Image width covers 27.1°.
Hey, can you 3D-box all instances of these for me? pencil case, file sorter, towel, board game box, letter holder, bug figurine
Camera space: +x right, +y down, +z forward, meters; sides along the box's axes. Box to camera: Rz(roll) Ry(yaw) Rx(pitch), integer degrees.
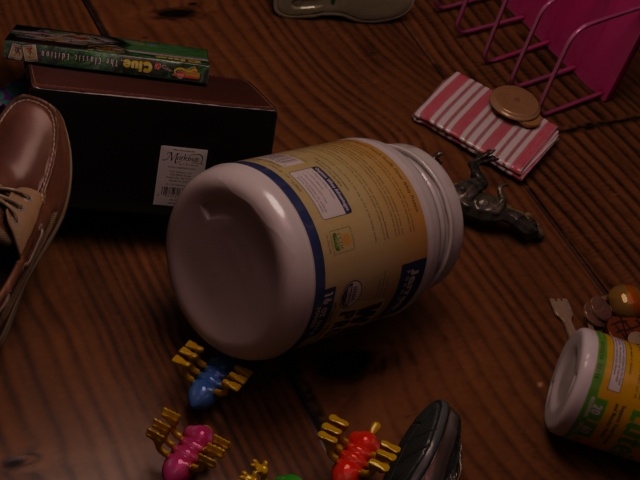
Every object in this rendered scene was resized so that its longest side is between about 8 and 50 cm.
[{"bbox_3d":[-0.389,-0.197,1.767,0.070,0.064,0.152,39,45,-1],"label":"pencil case"},{"bbox_3d":[0.343,-0.367,2.095,0.182,0.202,0.291,-20,57,-32],"label":"file sorter"},{"bbox_3d":[0.249,-0.172,2.001,0.197,0.029,0.144,31,45,15],"label":"towel"},{"bbox_3d":[-0.276,-0.245,1.742,0.259,0.030,0.136,7,14,-8],"label":"board game box"},{"bbox_3d":[-0.231,-0.135,1.704,0.302,0.152,0.214,4,18,-16],"label":"letter holder"},{"bbox_3d":[-0.065,0.225,1.467,0.279,0.072,0.216,27,38,17],"label":"bug figurine"}]

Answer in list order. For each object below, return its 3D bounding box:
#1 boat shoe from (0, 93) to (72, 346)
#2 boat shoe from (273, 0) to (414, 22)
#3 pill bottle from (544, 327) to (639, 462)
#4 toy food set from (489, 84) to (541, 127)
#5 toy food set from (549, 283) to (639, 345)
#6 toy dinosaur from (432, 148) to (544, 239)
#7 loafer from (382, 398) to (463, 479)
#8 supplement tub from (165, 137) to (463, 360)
[{"bbox_3d":[-0.357,-0.016,1.476,0.123,0.116,0.324,14,75,-5],"label":"boat shoe"},{"bbox_3d":[0.036,-0.397,2.096,0.233,0.084,0.079,1,48,-15],"label":"boat shoe"},{"bbox_3d":[0.410,0.206,1.615,0.245,0.136,0.136,18,44,-2],"label":"pill bottle"},{"bbox_3d":[0.295,-0.206,2.011,0.083,0.020,0.082,12,44,-4],"label":"toy food set"},{"bbox_3d":[0.415,0.112,1.777,0.192,0.038,0.132,0,48,-20],"label":"toy food set"},{"bbox_3d":[0.193,-0.074,1.863,0.268,0.064,0.118,11,52,-5],"label":"toy dinosaur"},{"bbox_3d":[0.110,0.301,1.467,0.084,0.096,0.267,36,50,-11],"label":"loafer"},{"bbox_3d":[0.000,0.000,1.583,0.316,0.228,0.228,-16,54,-44],"label":"supplement tub"}]
